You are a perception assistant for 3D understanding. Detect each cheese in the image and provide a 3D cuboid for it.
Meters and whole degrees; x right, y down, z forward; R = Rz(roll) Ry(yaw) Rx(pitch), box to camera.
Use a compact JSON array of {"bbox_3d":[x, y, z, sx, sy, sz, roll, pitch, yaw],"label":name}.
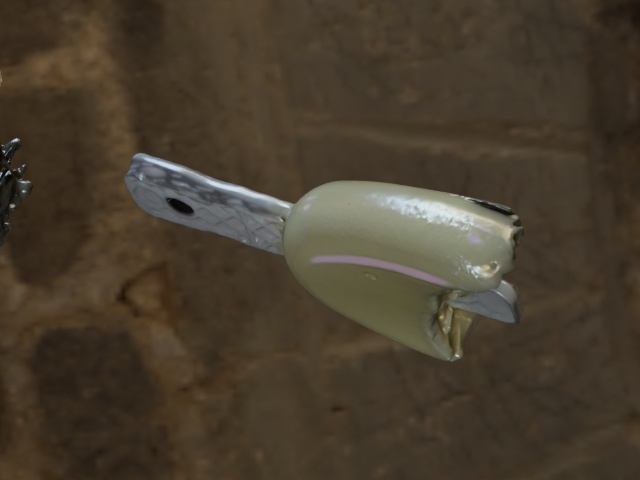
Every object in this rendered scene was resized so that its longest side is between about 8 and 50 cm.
[{"bbox_3d":[0.000,-0.001,0.909,0.049,0.235,0.127,-63,-23,-22],"label":"cheese"}]

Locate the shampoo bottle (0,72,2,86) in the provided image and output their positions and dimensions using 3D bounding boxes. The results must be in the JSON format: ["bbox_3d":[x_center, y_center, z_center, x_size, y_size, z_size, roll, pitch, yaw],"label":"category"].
[{"bbox_3d":[-0.277,-0.131,1.228,0.141,0.049,0.034,39,-128,-62],"label":"shampoo bottle"}]

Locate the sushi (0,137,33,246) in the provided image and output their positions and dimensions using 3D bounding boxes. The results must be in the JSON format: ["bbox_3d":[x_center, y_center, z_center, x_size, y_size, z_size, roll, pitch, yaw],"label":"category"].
[{"bbox_3d":[-0.256,-0.063,0.947,0.126,0.136,0.225,12,-140,-53],"label":"sushi"}]
